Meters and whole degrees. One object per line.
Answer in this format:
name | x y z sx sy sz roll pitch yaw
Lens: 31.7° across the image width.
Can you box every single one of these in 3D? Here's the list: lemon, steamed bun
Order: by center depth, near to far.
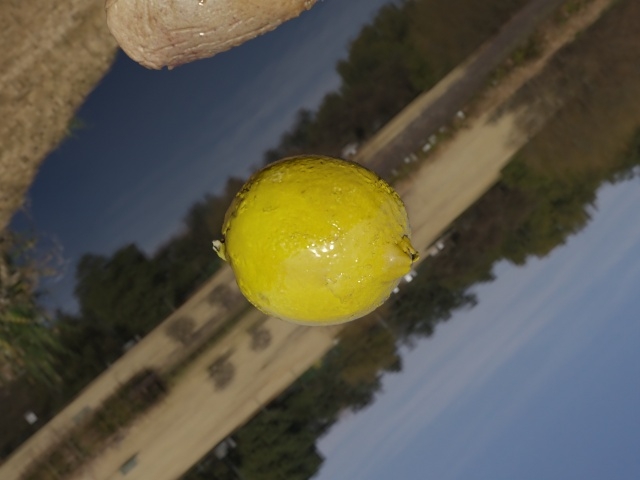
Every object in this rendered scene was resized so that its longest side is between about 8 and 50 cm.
lemon | 0.000 0.000 1.100 0.173 0.206 0.173 -41 138 -52
steamed bun | -0.135 -0.363 1.391 0.301 0.199 0.251 -23 -151 11
